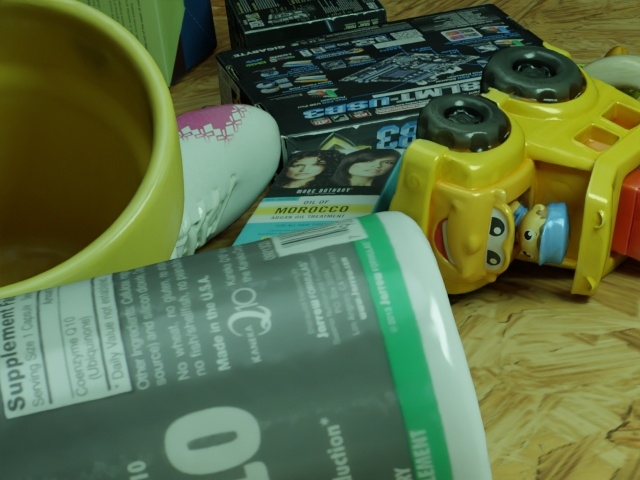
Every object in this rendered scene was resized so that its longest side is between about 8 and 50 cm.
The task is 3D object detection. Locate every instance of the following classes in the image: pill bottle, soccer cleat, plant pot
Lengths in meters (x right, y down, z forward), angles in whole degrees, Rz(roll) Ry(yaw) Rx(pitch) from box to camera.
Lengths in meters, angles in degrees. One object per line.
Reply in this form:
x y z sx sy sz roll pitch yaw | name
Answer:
-0.102 0.119 1.006 0.361 0.204 0.204 -13 23 -4 | pill bottle
-0.138 -0.001 1.447 0.331 0.116 0.143 -29 39 -30 | soccer cleat
-0.209 0.005 1.207 0.254 0.239 0.254 -1 54 1 | plant pot

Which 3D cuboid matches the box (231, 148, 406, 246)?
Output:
0.000 0.000 1.444 0.100 0.060 0.244 -1 24 15 | box

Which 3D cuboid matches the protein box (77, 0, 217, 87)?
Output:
-0.240 -0.278 1.990 0.201 0.200 0.136 1 24 21 | protein box

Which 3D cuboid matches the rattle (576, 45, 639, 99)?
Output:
0.294 -0.085 1.507 0.199 0.130 0.142 13 7 25 | rattle

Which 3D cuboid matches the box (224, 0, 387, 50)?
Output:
-0.015 -0.216 1.931 0.147 0.078 0.180 -10 23 -7 | box

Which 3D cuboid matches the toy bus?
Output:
0.184 -0.028 1.380 0.211 0.149 0.220 26 39 27 | toy bus

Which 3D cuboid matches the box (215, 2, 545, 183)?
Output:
0.073 -0.133 1.719 0.295 0.073 0.293 -12 24 -11 | box
